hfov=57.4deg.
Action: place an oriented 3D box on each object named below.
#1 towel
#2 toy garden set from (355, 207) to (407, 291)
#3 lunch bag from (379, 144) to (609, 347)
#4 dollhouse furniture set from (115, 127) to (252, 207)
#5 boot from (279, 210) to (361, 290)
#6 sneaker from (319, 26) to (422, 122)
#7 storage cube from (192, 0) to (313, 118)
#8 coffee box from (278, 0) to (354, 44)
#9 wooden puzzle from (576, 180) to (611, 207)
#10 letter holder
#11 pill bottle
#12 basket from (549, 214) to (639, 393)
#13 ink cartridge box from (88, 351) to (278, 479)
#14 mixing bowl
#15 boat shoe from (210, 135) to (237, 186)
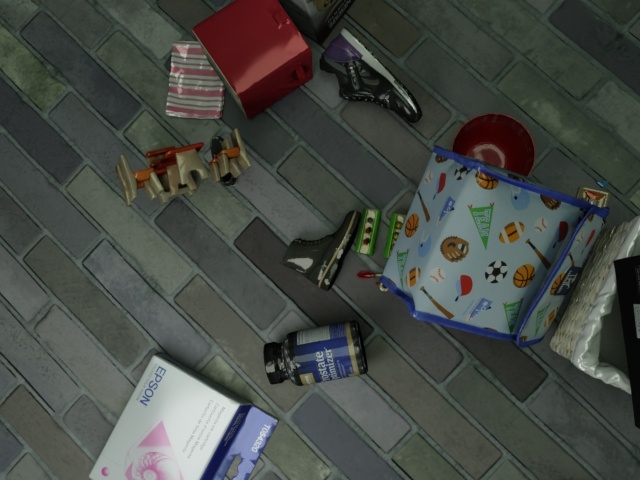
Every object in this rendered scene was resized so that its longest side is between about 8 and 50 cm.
[{"bbox_3d":[-0.306,-0.401,1.450,0.144,0.029,0.197,4,85,5],"label":"towel"},{"bbox_3d":[0.199,0.044,1.347,0.244,0.049,0.204,11,86,7],"label":"toy garden set"},{"bbox_3d":[0.374,0.026,1.192,0.385,0.239,0.328,17,105,-21],"label":"lunch bag"},{"bbox_3d":[-0.325,-0.173,1.308,0.262,0.259,0.135,-19,91,-25],"label":"dollhouse furniture set"},{"bbox_3d":[0.000,0.000,1.363,0.137,0.077,0.198,26,87,13],"label":"boot"},{"bbox_3d":[0.115,-0.359,1.381,0.124,0.107,0.283,-45,78,16],"label":"sneaker"},{"bbox_3d":[-0.148,-0.426,1.345,0.193,0.183,0.215,-33,86,-2],"label":"storage cube"},{"bbox_3d":[-0.017,-0.592,1.301,0.119,0.297,0.168,36,90,11],"label":"coffee box"},{"bbox_3d":[0.619,-0.084,1.332,0.078,0.014,0.116,9,86,6],"label":"wooden puzzle"},{"bbox_3d":[0.647,0.168,0.975,0.214,0.152,0.302,-4,83,4],"label":"letter holder"},{"bbox_3d":[-0.011,0.258,1.314,0.219,0.123,0.123,-12,84,5],"label":"pill bottle"},{"bbox_3d":[0.686,0.161,1.177,0.331,0.266,0.328,25,88,7],"label":"basket"},{"bbox_3d":[-0.317,0.480,1.354,0.330,0.071,0.324,27,88,9],"label":"ink cartridge box"},{"bbox_3d":[0.381,-0.186,1.324,0.181,0.098,0.181,0,85,5],"label":"mixing bowl"},{"bbox_3d":[-0.237,-0.196,1.419,0.049,0.042,0.133,-19,82,7],"label":"boat shoe"}]
